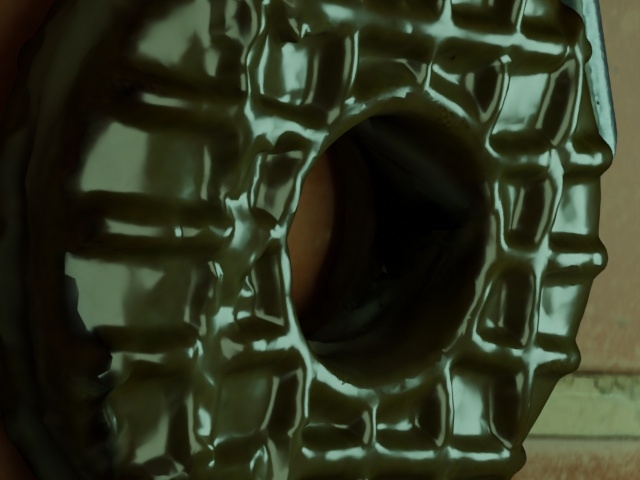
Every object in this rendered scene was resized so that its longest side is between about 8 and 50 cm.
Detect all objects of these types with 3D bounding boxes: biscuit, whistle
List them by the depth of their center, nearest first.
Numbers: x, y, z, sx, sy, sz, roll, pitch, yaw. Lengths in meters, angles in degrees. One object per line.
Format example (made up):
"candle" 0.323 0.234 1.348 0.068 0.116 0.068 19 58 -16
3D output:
"biscuit" 0.000 0.000 0.809 0.332 0.103 0.332 -14 110 -42
"whistle" 0.126 -0.114 0.950 0.033 0.033 0.176 -25 113 -35

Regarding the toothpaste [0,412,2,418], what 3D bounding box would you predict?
"toothpaste" -0.199 0.044 0.695 0.218 0.041 0.064 -2 97 -47
